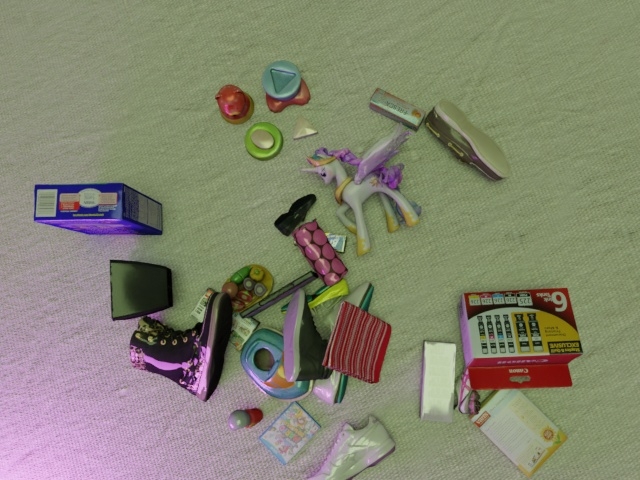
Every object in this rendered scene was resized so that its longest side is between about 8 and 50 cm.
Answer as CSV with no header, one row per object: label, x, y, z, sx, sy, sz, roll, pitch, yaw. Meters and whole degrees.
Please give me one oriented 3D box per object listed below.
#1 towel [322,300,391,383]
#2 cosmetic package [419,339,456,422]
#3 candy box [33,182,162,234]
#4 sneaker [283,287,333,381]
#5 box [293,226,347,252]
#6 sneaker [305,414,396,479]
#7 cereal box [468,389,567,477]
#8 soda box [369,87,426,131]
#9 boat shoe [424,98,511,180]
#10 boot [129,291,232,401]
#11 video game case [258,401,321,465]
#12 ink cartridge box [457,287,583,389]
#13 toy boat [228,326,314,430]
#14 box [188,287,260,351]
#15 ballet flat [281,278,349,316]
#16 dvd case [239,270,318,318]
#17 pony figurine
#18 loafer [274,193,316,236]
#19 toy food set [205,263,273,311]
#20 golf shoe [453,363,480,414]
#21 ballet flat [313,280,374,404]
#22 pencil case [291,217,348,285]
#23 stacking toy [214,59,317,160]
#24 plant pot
towel,0.119,0.310,1.573,0.031,0.275,0.198,5,71,40
cosmetic package,0.362,0.434,1.637,0.099,0.060,0.238,5,84,3
candy box,-0.677,-0.091,1.649,0.269,0.317,0.122,0,82,3
sneaker,-0.026,0.289,1.583,0.147,0.104,0.295,15,53,-22
box,0.000,0.000,1.718,0.169,0.054,0.059,10,85,5
sneaker,0.074,0.658,1.625,0.305,0.114,0.152,-31,68,-4
cereal box,0.600,0.570,1.610,0.173,0.047,0.240,-44,82,-1
soda box,0.253,-0.432,1.741,0.183,0.063,0.058,29,87,8
boat shoe,0.471,-0.308,1.695,0.324,0.096,0.117,46,48,4
boot,-0.434,0.300,1.638,0.285,0.138,0.377,17,115,10
video game case,-0.097,0.611,1.677,0.119,0.015,0.166,44,89,7
ink cartridge box,0.587,0.293,1.562,0.310,0.130,0.271,-4,64,4
toy boat,-0.167,0.441,1.618,0.268,0.148,0.318,29,92,24
box,-0.312,0.257,1.722,0.207,0.036,0.114,34,87,7
ballet flat,-0.012,0.198,1.691,0.231,0.077,0.077,-29,100,-1
dvd case,-0.124,0.169,1.644,0.253,0.180,0.022,-31,83,1
pony figurine,0.157,-0.186,1.642,0.351,0.303,0.363,-30,97,9
loafer,-0.075,-0.086,1.740,0.170,0.062,0.061,-41,121,-7
toy food set,-0.252,0.158,1.688,0.218,0.071,0.128,-40,78,-15
golf shoe,0.448,0.438,1.626,0.086,0.067,0.185,-4,66,33
ballet flat,0.054,0.308,1.649,0.139,0.139,0.399,16,88,6
pencil case,0.003,0.037,1.648,0.098,0.095,0.209,-34,94,-41
stacking toy,-0.174,-0.434,1.742,0.309,0.130,0.279,-26,82,2
plant pot,-0.566,0.157,1.691,0.167,0.188,0.187,-3,83,-10
